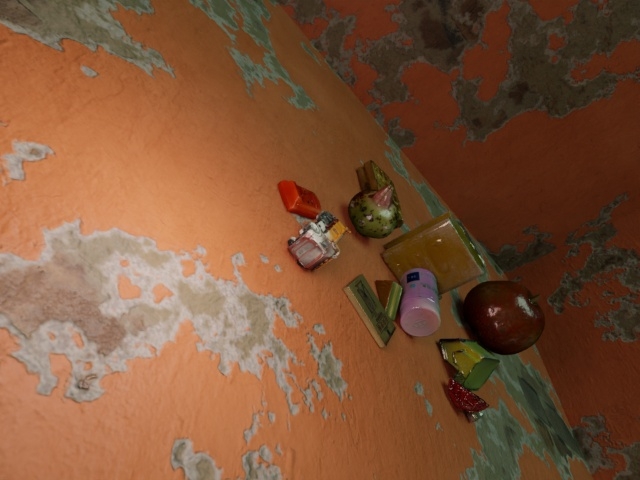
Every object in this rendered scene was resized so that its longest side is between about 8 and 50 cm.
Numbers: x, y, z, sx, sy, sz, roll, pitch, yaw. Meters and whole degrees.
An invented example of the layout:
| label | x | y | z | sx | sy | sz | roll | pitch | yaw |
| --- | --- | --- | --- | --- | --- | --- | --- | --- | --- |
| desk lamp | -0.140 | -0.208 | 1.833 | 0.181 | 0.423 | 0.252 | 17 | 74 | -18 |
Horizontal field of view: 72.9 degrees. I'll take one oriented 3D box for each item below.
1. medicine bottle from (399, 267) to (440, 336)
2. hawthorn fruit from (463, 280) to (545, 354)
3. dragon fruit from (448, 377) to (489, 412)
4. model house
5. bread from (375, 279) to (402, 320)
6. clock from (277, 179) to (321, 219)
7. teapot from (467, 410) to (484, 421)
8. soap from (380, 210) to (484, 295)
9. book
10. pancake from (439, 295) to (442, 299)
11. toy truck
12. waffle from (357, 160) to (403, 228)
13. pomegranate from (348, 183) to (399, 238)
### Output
| label | x | y | z | sx | sy | sz | roll | pitch | yaw |
| --- | --- | --- | --- | --- | --- | --- | --- | --- | --- |
| medicine bottle | 0.384 | 0.237 | 1.686 | 0.152 | 0.152 | 0.254 | 47 | 27 | -18 |
| hawthorn fruit | 0.965 | 0.378 | 2.262 | 0.403 | 0.403 | 0.402 | 40 | 30 | -30 |
| dragon fruit | 0.542 | 0.593 | 1.628 | 0.162 | 0.083 | 0.106 | 29 | -4 | 20 |
| model house | 0.584 | 0.491 | 1.801 | 0.194 | 0.170 | 0.211 | 17 | 17 | -43 |
| bread | 0.242 | 0.223 | 1.619 | 0.074 | 0.084 | 0.139 | 32 | 66 | -41 |
| clock | -0.063 | -0.140 | 1.462 | 0.155 | 0.061 | 0.113 | 17 | 45 | -55 |
| teapot | 0.581 | 0.650 | 1.651 | 0.064 | 0.064 | 0.083 | 57 | 12 | 19 |
| soap | 0.472 | 0.078 | 1.831 | 0.293 | 0.335 | 0.156 | 57 | 26 | -7 |
| book | 0.171 | 0.233 | 1.470 | 0.230 | 0.026 | 0.161 | 58 | 26 | 2 |
| pancake | 0.563 | 0.231 | 2.146 | 0.139 | 0.022 | 0.139 | 40 | 31 | -30 |
| toy truck | 0.000 | 0.000 | 1.355 | 0.135 | 0.114 | 0.270 | 50 | 24 | -2 |
| waffle | 0.295 | -0.223 | 2.132 | 0.224 | 0.098 | 0.327 | 33 | 37 | -37 |
| pomegranate | 0.224 | -0.131 | 1.736 | 0.215 | 0.247 | 0.214 | 12 | 47 | -13 |
